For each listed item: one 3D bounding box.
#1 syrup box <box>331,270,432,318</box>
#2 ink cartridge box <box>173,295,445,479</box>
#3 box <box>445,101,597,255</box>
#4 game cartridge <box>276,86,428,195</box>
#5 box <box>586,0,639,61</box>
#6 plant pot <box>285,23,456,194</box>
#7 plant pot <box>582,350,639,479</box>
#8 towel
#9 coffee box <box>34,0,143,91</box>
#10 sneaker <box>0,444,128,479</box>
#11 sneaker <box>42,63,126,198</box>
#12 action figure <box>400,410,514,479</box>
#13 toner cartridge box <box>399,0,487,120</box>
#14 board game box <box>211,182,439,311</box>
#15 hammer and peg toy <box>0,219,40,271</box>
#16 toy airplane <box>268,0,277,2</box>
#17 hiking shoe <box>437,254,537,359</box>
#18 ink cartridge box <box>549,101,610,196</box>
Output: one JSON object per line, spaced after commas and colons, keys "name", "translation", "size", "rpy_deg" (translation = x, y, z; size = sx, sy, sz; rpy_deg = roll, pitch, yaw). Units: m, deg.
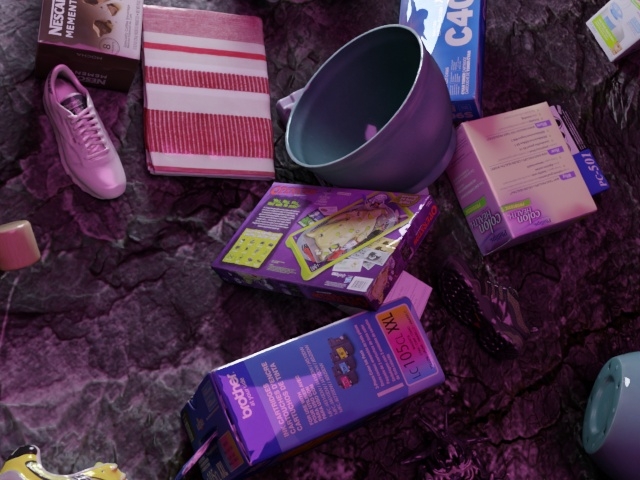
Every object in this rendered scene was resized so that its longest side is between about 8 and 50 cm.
{"name": "syrup box", "translation": [0.065, 0.073, 1.518], "size": [0.237, 0.093, 0.096], "rpy_deg": [31, 64, -8]}
{"name": "ink cartridge box", "translation": [-0.048, 0.249, 1.314], "size": [0.395, 0.270, 0.151], "rpy_deg": [-17, 73, -25]}
{"name": "box", "translation": [0.381, -0.122, 1.691], "size": [0.213, 0.117, 0.243], "rpy_deg": [-17, 78, -25]}
{"name": "game cartridge", "translation": [0.069, -0.173, 1.630], "size": [0.196, 0.060, 0.294], "rpy_deg": [-29, 84, -23]}
{"name": "box", "translation": [0.704, -0.502, 1.897], "size": [0.103, 0.203, 0.114], "rpy_deg": [-27, 83, -26]}
{"name": "plant pot", "translation": [0.113, -0.195, 1.492], "size": [0.196, 0.293, 0.293], "rpy_deg": [38, 60, -34]}
{"name": "plant pot", "translation": [0.611, 0.328, 1.535], "size": [0.235, 0.293, 0.293], "rpy_deg": [18, 65, 3]}
{"name": "towel", "translation": [-0.206, -0.268, 1.571], "size": [0.237, 0.037, 0.329], "rpy_deg": [1, 73, -22]}
{"name": "coffee box", "translation": [-0.397, -0.426, 1.506], "size": [0.168, 0.119, 0.297], "rpy_deg": [8, 69, -19]}
{"name": "sneaker", "translation": [-0.289, 0.401, 1.243], "size": [0.384, 0.145, 0.147], "rpy_deg": [19, 67, -15]}
{"name": "sneaker", "translation": [-0.394, -0.177, 1.434], "size": [0.090, 0.095, 0.235], "rpy_deg": [-28, 85, -28]}
{"name": "action figure", "translation": [0.240, 0.422, 1.436], "size": [0.164, 0.141, 0.276], "rpy_deg": [-14, 78, -12]}
{"name": "toner cartridge box", "translation": [0.241, -0.404, 1.717], "size": [0.165, 0.075, 0.348], "rpy_deg": [-2, 67, 20]}
{"name": "board game box", "translation": [0.000, 0.000, 1.401], "size": [0.208, 0.346, 0.056], "rpy_deg": [-58, 132, -23]}
{"name": "hammer and peg toy", "translation": [-0.573, 0.088, 1.198], "size": [0.361, 0.266, 0.127], "rpy_deg": [-23, 103, -26]}
{"name": "toy airplane", "translation": [-0.064, -0.653, 1.625], "size": [0.386, 0.272, 0.384], "rpy_deg": [-9, 76, -23]}
{"name": "hiking shoe", "translation": [0.309, 0.111, 1.613], "size": [0.227, 0.086, 0.114], "rpy_deg": [53, 49, -3]}
{"name": "ink cartridge box", "translation": [0.509, -0.179, 1.798], "size": [0.097, 0.046, 0.207], "rpy_deg": [-22, 81, -25]}
